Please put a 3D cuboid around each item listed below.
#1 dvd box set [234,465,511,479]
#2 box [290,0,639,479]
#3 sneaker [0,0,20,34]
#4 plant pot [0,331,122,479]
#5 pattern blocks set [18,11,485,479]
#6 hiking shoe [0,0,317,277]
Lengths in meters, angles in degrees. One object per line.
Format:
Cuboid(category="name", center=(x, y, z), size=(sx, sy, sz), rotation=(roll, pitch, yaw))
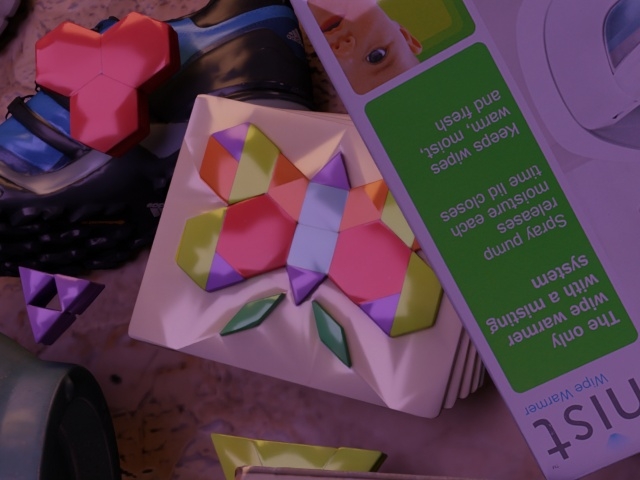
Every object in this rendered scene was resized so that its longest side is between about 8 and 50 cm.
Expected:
Cuboid(category="dvd box set", center=(0.105, 0.290, 0.492), size=(0.307, 0.062, 0.420), rotation=(2, 62, 2))
Cuboid(category="box", center=(0.162, -0.064, 0.594), size=(0.262, 0.127, 0.231), rotation=(-27, 91, 19))
Cuboid(category="sneaker", center=(-0.335, -0.116, 1.025), size=(0.111, 0.129, 0.297), rotation=(40, 100, 43))
Cuboid(category="plant pot", center=(-0.217, 0.158, 0.790), size=(0.196, 0.293, 0.293), rotation=(-4, 72, 7))
Cuboid(category="pattern blocks set", center=(0.000, 0.000, 0.744), size=(0.324, 0.026, 0.285), rotation=(-2, 78, 13))
Cuboid(category="hiking shoe", center=(-0.133, -0.063, 0.892), size=(0.304, 0.113, 0.132), rotation=(-13, 63, 21))
